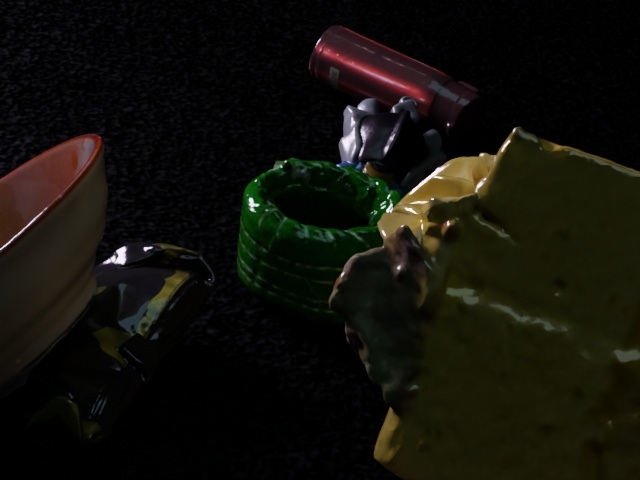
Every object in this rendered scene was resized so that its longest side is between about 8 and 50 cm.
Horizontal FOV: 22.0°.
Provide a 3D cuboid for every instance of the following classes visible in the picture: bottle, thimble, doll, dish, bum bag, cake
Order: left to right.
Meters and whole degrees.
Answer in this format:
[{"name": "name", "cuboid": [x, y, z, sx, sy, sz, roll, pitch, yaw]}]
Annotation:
[{"name": "dish", "cuboid": [-0.221, 0.043, 1.063, 0.260, 0.085, 0.260, -34, 16, 11]}, {"name": "bum bag", "cuboid": [-0.150, 0.069, 1.114, 0.106, 0.060, 0.232, 1, 29, 22]}, {"name": "thimble", "cuboid": [0.000, 0.000, 1.232, 0.118, 0.090, 0.130, -26, 46, -39]}, {"name": "doll", "cuboid": [0.052, -0.065, 1.363, 0.096, 0.070, 0.195, 27, 42, 0]}, {"name": "bottle", "cuboid": [0.072, -0.141, 1.489, 0.164, 0.060, 0.060, 28, 38, 25]}, {"name": "cake", "cuboid": [0.151, 0.058, 1.005, 0.286, 0.222, 0.227, 20, 3, 13]}]
